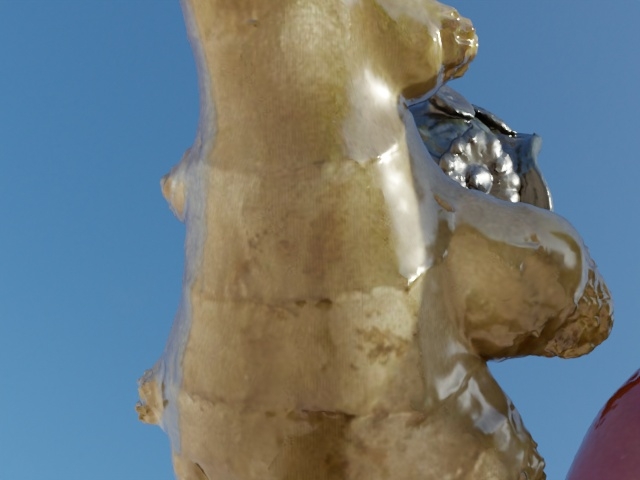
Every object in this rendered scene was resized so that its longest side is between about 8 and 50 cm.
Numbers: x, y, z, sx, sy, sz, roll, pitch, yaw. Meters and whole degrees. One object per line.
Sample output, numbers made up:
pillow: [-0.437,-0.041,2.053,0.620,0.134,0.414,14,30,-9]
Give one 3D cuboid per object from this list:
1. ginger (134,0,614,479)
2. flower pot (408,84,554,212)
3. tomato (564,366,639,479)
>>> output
ginger: [0.024,0.001,0.426,0.236,0.166,0.375,7,-69,17]
flower pot: [0.170,-0.053,1.160,0.213,0.302,0.302,11,-48,-9]
tomato: [0.307,0.216,0.537,0.341,0.341,0.273,34,-20,-9]
